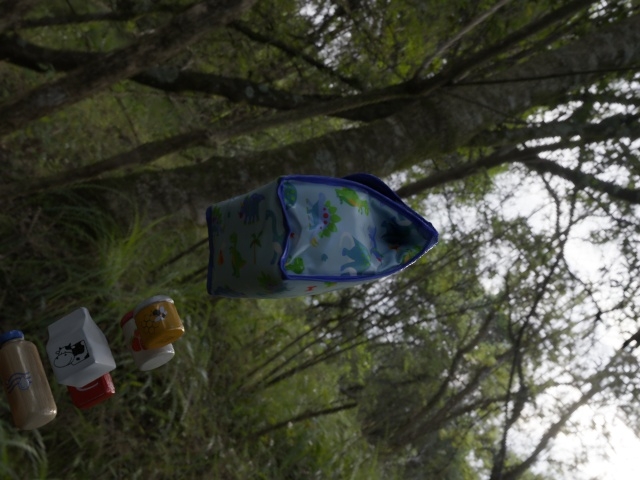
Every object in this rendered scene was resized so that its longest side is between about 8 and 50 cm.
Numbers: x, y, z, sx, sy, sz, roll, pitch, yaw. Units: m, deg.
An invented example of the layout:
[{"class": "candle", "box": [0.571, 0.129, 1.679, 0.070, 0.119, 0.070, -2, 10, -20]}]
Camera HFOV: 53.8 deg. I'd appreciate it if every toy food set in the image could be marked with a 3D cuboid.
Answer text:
[{"class": "toy food set", "box": [-0.248, 0.102, 0.622, 0.104, 0.232, 0.111, 61, 1, 21]}]

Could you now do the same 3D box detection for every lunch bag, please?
[{"class": "lunch bag", "box": [0.000, 0.000, 0.516, 0.129, 0.151, 0.096, -13, -105, 55]}]
